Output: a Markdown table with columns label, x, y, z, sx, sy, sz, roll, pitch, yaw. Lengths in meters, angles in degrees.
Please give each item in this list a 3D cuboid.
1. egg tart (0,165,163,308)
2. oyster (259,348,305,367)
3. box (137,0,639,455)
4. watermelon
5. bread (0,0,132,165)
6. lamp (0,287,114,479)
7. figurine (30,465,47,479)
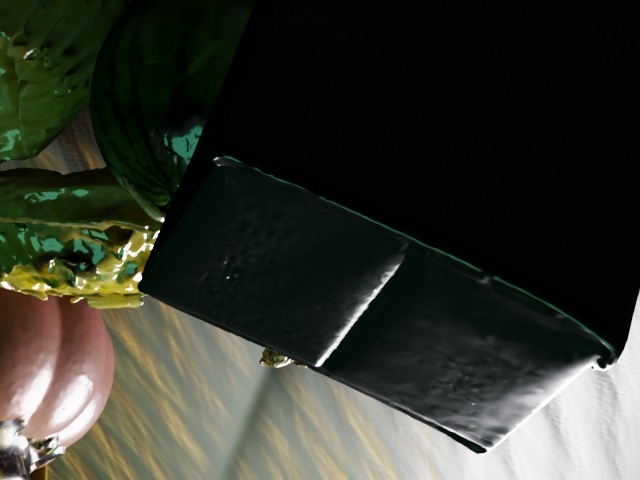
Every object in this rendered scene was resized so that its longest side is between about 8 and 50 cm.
| label | x | y | z | sx | sy | sz | roll | pitch | yaw |
| --- | --- | --- | --- | --- | --- | --- | --- | --- | --- |
| egg tart | -0.168 | -0.001 | 1.465 | 0.291 | 0.107 | 0.291 | -3 | 176 | 0 |
| oyster | 0.026 | 0.093 | 1.659 | 0.166 | 0.053 | 0.108 | -10 | 148 | 27 |
| box | 0.073 | -0.090 | 1.099 | 0.251 | 0.345 | 0.204 | 25 | 150 | -7 |
| watermelon | -0.071 | -0.092 | 1.279 | 0.188 | 0.214 | 0.188 | 10 | 149 | 6 |
| bread | -0.254 | -0.169 | 1.332 | 0.240 | 0.139 | 0.240 | 11 | 144 | 8 |
| lamp | -0.343 | 0.139 | 1.699 | 0.305 | 0.239 | 0.305 | -10 | 154 | -5 |
| figurine | -0.388 | 0.235 | 1.976 | 0.192 | 0.167 | 0.256 | 49 | 141 | 34 |
